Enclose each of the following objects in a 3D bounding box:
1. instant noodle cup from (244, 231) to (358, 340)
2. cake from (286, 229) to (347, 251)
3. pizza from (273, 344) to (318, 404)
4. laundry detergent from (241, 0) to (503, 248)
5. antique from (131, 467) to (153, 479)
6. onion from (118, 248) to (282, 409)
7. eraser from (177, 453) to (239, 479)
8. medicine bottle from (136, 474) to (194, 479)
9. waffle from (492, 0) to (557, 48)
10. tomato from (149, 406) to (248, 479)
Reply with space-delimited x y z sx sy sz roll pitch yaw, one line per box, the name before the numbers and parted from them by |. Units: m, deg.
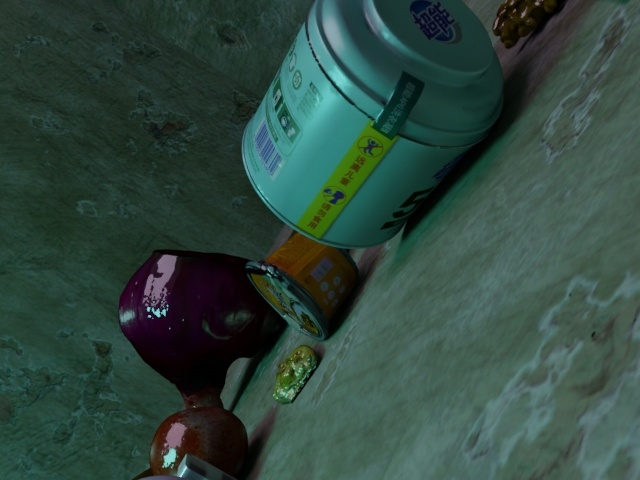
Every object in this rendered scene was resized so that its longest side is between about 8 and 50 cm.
instant noodle cup | -0.020 0.059 1.210 0.125 0.177 0.208 -47 -11 -18
cake | 0.000 0.000 1.465 0.113 0.116 0.295 -56 7 24
pizza | -0.046 0.214 1.201 0.099 0.035 0.160 -61 7 -18
laundry detergent | 0.075 -0.187 1.016 0.305 0.287 0.287 -52 10 46
antique | -0.322 0.507 1.328 0.223 0.129 0.278 -35 1 0
onion | -0.289 0.233 1.720 0.398 0.398 0.420 145 134 -74
eraser | -0.161 0.359 1.100 0.026 0.105 0.065 -59 8 1
medicine bottle | -0.192 0.415 0.778 0.178 0.178 0.291 -54 9 33
waffle | 0.331 -0.387 1.065 0.229 0.051 0.231 -59 7 -26
tomato | -0.195 0.344 1.209 0.167 0.167 0.167 -57 7 11
